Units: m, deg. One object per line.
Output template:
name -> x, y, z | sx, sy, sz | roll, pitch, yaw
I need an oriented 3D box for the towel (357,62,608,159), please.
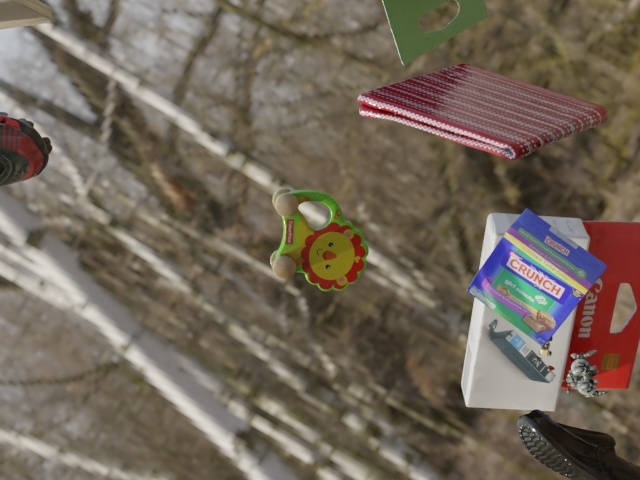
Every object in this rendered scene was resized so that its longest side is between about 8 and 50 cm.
towel -> 0.185, -0.143, 1.714 | 0.275, 0.198, 0.031 | -23, -51, -57

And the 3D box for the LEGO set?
LEGO set -> 0.254, 0.132, 1.563 | 0.023, 0.083, 0.054 | -25, -52, -65

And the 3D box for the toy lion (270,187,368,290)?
toy lion -> 0.000, 0.000, 1.524 | 0.034, 0.096, 0.100 | -123, 34, -75

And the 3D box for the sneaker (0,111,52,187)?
sneaker -> -0.442, -0.080, 1.729 | 0.135, 0.276, 0.098 | -84, -7, -55

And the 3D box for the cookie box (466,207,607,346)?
cookie box -> 0.195, 0.034, 1.410 | 0.040, 0.092, 0.107 | -48, -9, -35

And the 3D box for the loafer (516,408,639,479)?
loafer -> 0.376, 0.301, 2.190 | 0.078, 0.220, 0.080 | -56, 6, -21

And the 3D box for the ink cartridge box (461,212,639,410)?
ink cartridge box -> 0.351, 0.108, 2.225 | 0.066, 0.261, 0.296 | -98, 11, -60

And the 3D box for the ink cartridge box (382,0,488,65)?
ink cartridge box -> 0.135, -0.357, 1.902 | 0.171, 0.235, 0.056 | -32, 20, -32

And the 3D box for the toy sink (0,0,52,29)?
toy sink -> -0.428, -0.298, 1.684 | 0.153, 0.234, 0.131 | -1, -95, -83
